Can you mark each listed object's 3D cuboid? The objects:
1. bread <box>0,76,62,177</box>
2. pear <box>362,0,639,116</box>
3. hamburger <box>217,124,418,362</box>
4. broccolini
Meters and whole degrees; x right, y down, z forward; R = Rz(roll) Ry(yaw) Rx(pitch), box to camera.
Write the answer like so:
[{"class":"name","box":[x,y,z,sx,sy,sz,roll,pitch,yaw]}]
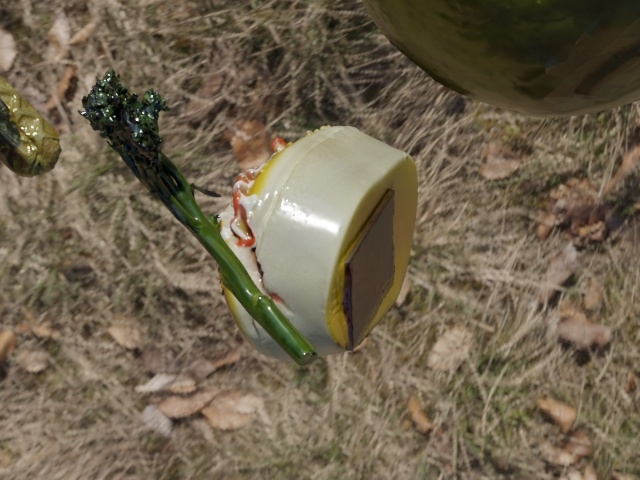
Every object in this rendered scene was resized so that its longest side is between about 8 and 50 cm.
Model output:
[{"class":"bread","box":[-0.319,-0.113,1.145,0.066,0.060,0.110,-43,96,9]},{"class":"pear","box":[0.127,-0.199,0.548,0.269,0.269,0.321,18,147,12]},{"class":"hamburger","box":[0.000,0.000,1.152,0.152,0.295,0.227,7,110,19]},{"class":"broccolini","box":[-0.083,-0.017,0.813,0.062,0.123,0.271,-38,92,1]}]
